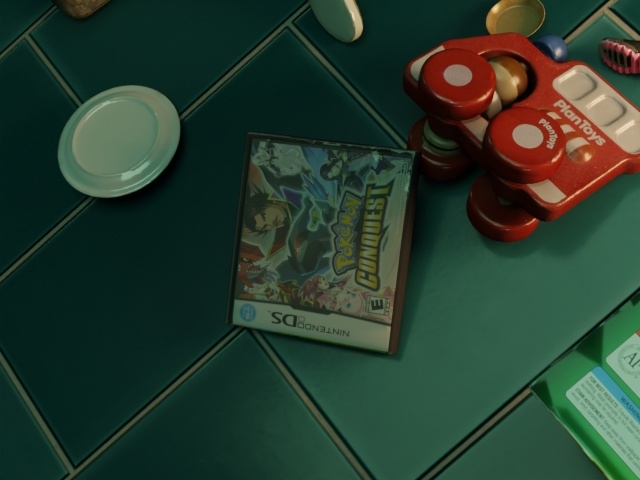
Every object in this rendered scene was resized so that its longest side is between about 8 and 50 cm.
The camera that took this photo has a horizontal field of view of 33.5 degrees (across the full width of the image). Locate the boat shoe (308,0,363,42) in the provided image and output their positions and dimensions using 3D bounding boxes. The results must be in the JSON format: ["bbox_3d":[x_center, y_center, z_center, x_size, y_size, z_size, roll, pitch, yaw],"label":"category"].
[{"bbox_3d":[0.011,-0.399,1.592,0.070,0.078,0.219,-26,82,-32],"label":"boat shoe"}]

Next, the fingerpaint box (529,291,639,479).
[{"bbox_3d":[0.441,0.288,1.074,0.163,0.371,0.445,-42,65,4],"label":"fingerpaint box"}]

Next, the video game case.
[{"bbox_3d":[0.000,0.000,1.450,0.248,0.035,0.274,9,95,21],"label":"video game case"}]

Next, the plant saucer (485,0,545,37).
[{"bbox_3d":[0.277,-0.311,1.504,0.083,0.015,0.083,-10,58,17],"label":"plant saucer"}]

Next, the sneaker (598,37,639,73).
[{"bbox_3d":[0.436,-0.253,1.430,0.119,0.047,0.057,22,60,23],"label":"sneaker"}]

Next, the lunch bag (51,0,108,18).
[{"bbox_3d":[-0.375,-0.545,1.670,0.305,0.256,0.212,-35,66,5],"label":"lunch bag"}]

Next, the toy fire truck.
[{"bbox_3d":[0.268,-0.163,1.407,0.254,0.169,0.302,-31,63,-21],"label":"toy fire truck"}]

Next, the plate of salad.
[{"bbox_3d":[-0.308,-0.150,1.640,0.200,0.048,0.199,-5,63,11],"label":"plate of salad"}]
